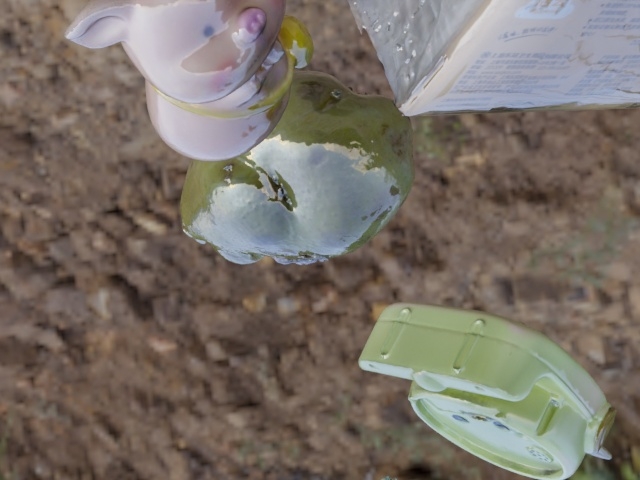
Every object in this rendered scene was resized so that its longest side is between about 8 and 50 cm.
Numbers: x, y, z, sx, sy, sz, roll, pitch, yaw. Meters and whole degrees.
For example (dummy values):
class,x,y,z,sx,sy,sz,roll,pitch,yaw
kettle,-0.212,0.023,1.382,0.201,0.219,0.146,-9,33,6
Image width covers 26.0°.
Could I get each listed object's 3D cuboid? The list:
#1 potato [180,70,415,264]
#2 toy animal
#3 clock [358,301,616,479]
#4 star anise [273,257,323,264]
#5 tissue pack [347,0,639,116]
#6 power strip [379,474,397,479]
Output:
class,x,y,z,sx,sy,sz,roll,pitch,yaw
potato,-0.039,-0.077,1.680,0.351,0.218,0.202,-30,-154,39
toy animal,-0.092,-0.160,1.186,0.149,0.165,0.248,10,150,22
clock,0.245,0.217,1.860,0.286,0.117,0.348,6,151,49
star anise,0.001,0.001,1.854,0.141,0.042,0.141,-24,167,-6
tissue pack,0.194,-0.239,1.098,0.306,0.238,0.239,-5,174,-32
power strip,0.062,0.320,1.735,0.083,0.017,0.027,-34,157,12
